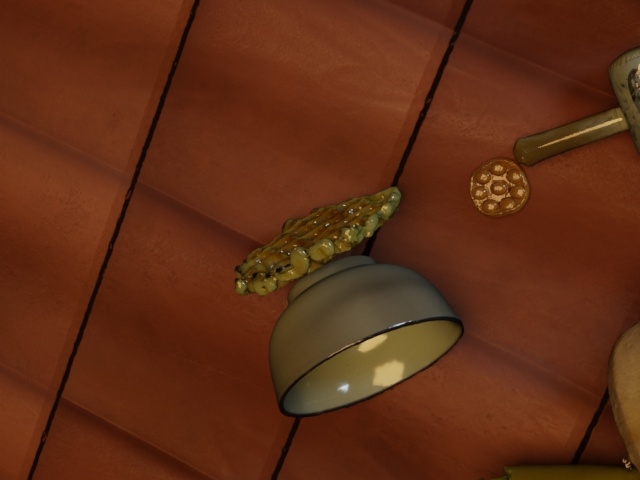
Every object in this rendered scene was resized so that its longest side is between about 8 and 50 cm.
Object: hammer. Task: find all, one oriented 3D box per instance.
[{"bbox_3d":[0.469,-0.190,1.802,0.305,0.113,0.202,-22,85,25],"label":"hammer"}]

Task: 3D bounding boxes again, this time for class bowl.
[{"bbox_3d":[0.055,0.148,1.873,0.354,0.354,0.185,-34,65,19],"label":"bowl"}]

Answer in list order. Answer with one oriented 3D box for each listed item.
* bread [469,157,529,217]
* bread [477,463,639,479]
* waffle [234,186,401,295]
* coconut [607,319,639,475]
[{"bbox_3d":[0.317,-0.092,1.902,0.110,0.024,0.110,2,95,19],"label":"bread"},{"bbox_3d":[0.463,0.503,1.814,0.377,0.208,0.251,-5,87,20],"label":"bread"},{"bbox_3d":[0.000,0.000,1.887,0.317,0.297,0.073,-20,103,26],"label":"waffle"},{"bbox_3d":[0.662,0.218,1.597,0.405,0.404,0.404,2,96,19],"label":"coconut"}]
